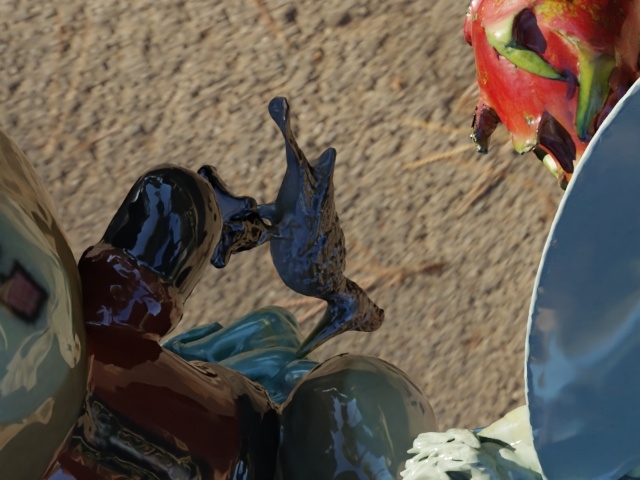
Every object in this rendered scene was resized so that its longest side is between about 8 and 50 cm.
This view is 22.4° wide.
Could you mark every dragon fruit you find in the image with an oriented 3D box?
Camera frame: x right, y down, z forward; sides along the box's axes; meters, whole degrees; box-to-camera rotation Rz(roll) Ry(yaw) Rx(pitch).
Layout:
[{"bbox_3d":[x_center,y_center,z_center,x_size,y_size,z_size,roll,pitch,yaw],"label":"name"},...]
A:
[{"bbox_3d":[0.234,-0.148,1.526,0.198,0.200,0.269,-16,103,17],"label":"dragon fruit"}]

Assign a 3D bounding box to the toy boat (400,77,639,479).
[{"bbox_3d":[0.117,0.017,0.351,0.220,0.067,0.291,-1,141,10],"label":"toy boat"}]

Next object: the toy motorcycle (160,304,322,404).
[{"bbox_3d":[-0.063,0.127,1.135,0.109,0.198,0.296,53,157,-24],"label":"toy motorcycle"}]

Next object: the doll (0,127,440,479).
[{"bbox_3d":[-0.117,0.064,0.588,0.330,0.235,0.174,34,147,-23],"label":"doll"}]

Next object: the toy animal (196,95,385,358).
[{"bbox_3d":[-0.010,0.003,1.041,0.105,0.070,0.202,-39,129,-1],"label":"toy animal"}]
